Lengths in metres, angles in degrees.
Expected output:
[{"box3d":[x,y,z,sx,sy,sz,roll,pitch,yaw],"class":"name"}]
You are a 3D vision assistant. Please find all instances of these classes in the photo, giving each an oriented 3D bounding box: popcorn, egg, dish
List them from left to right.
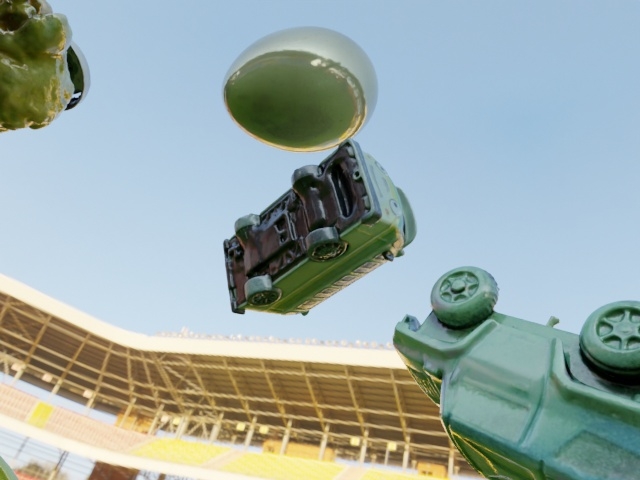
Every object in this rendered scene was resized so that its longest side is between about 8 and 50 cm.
[{"box3d":[-0.487,-0.282,0.753,0.266,0.192,0.233,-25,-98,27],"class":"popcorn"},{"box3d":[-0.466,-0.317,0.934,0.141,0.078,0.141,8,-65,19],"class":"dish"},{"box3d":[-0.028,-0.228,0.775,0.253,0.189,0.188,-13,-24,-33],"class":"egg"}]

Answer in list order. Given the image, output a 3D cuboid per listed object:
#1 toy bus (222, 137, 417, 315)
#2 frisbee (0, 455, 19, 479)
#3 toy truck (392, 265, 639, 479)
[{"box3d":[0.000,0.000,0.717,0.276,0.134,0.164,-35,-36,32],"class":"toy bus"},{"box3d":[-0.307,0.166,0.347,0.236,0.017,0.236,36,-10,7],"class":"frisbee"},{"box3d":[0.196,0.137,0.450,0.278,0.156,0.155,11,-36,49],"class":"toy truck"}]
